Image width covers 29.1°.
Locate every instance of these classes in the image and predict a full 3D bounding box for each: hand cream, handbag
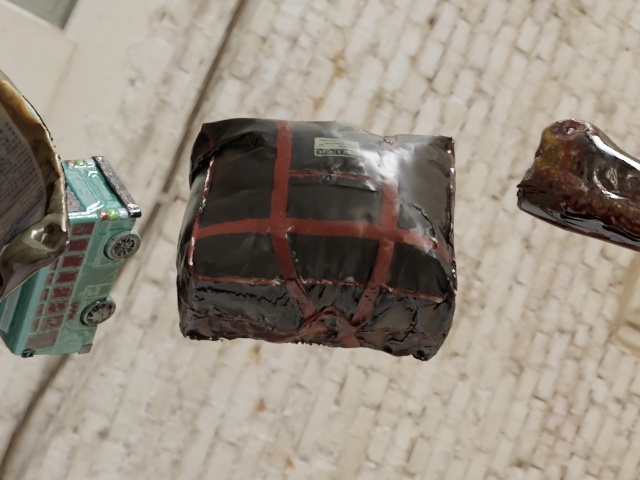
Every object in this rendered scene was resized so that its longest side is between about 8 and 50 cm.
[{"bbox_3d":[-0.131,-0.030,0.456,0.062,0.039,0.163,-40,-129,11],"label":"hand cream"},{"bbox_3d":[0.000,0.000,0.939,0.155,0.215,0.169,101,-9,-55],"label":"handbag"}]

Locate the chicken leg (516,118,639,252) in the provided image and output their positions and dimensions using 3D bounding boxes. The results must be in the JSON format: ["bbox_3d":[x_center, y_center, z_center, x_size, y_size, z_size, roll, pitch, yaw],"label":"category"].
[{"bbox_3d":[0.273,0.047,0.546,0.407,0.158,0.095,31,-64,32],"label":"chicken leg"}]

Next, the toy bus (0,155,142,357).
[{"bbox_3d":[-0.211,0.018,0.985,0.079,0.092,0.160,53,-47,33],"label":"toy bus"}]
